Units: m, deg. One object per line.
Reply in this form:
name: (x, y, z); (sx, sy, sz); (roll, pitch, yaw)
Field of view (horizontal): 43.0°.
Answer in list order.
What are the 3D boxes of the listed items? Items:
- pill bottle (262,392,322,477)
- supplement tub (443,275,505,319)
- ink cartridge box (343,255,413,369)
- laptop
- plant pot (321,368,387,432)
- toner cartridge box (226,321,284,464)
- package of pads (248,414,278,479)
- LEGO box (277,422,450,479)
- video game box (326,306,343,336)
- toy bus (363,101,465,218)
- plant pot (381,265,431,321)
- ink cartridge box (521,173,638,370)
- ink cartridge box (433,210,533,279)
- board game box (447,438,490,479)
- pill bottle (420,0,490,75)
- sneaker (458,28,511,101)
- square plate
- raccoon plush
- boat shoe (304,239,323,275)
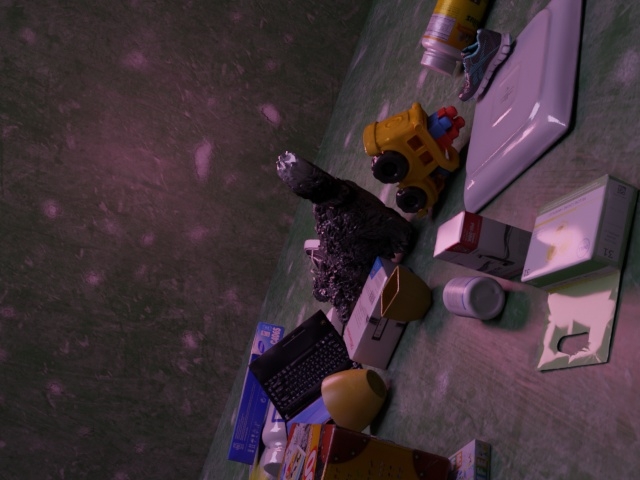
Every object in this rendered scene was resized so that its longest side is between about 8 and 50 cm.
pill bottle: (-0.061, 0.451, 2.037); (0.152, 0.152, 0.272); (124, 162, -53)
supplement tub: (0.252, 0.093, 1.339); (0.107, 0.071, 0.071); (175, 114, -77)
ink cartridge box: (0.132, 0.158, 1.779); (0.148, 0.086, 0.203); (-103, 34, -72)
laptop: (-0.033, 0.320, 1.908); (0.234, 0.264, 0.136); (-38, -22, 3)
plant pot: (0.082, 0.320, 1.684); (0.095, 0.134, 0.134); (-36, 26, 24)
toner cartridge box: (-0.173, 0.409, 2.172); (0.165, 0.075, 0.347); (-85, 9, -66)
package of pads: (-0.119, 0.601, 2.197); (0.296, 0.101, 0.229); (-93, 24, -63)
LEGO box: (0.008, 0.559, 1.294); (0.372, 0.193, 0.500); (133, 153, -73)
video game box: (0.004, 0.315, 2.243); (0.187, 0.048, 0.205); (126, 161, -51)
toy bus: (0.228, -0.188, 1.761); (0.211, 0.220, 0.149); (-29, 28, 20)
plant pot: (0.177, 0.115, 1.638); (0.081, 0.083, 0.081); (-84, 17, -53)
ink cartridge box: (0.331, 0.048, 1.078); (0.171, 0.056, 0.235); (142, 148, -69)
ink cartridge box: (0.261, 0.010, 1.274); (0.099, 0.135, 0.056); (136, 149, -68)
board game box: (0.201, 0.372, 1.205); (0.154, 0.026, 0.103); (122, 164, -49)
pill bottle: (0.322, -0.516, 1.971); (0.117, 0.117, 0.215); (-117, 48, -76)
sneaker: (0.305, -0.349, 1.598); (0.065, 0.076, 0.166); (-81, 15, -49)
square plate: (0.360, -0.260, 1.501); (0.347, 0.049, 0.344); (129, 158, -60)
raccoon plush: (0.000, 0.000, 1.898); (0.299, 0.446, 0.216); (-55, 27, 10)
boat shoe: (0.027, 0.060, 2.435); (0.306, 0.113, 0.104); (3, 79, 63)
